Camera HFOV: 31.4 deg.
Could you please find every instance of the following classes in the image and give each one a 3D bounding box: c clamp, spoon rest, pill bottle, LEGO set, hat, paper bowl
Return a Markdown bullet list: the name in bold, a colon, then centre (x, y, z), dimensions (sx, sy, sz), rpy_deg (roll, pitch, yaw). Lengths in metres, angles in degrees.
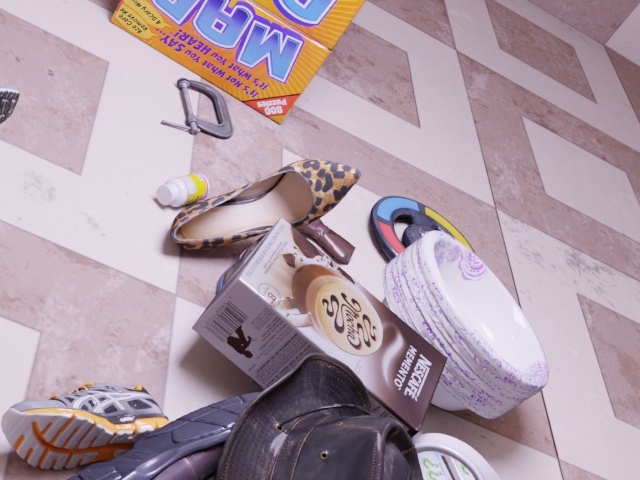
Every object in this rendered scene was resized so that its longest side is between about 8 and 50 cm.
- **c clamp**: centre (-0.207, -0.227, 1.926), dimensions (0.137, 0.022, 0.161), rpy_deg (20, 35, -26)
- **spoon rest**: centre (0.214, 0.349, 1.444), dimensions (0.276, 0.084, 0.137), rpy_deg (45, 25, 6)
- **pill bottle**: centre (-0.206, -0.075, 1.702), dimensions (0.043, 0.043, 0.083), rpy_deg (47, 33, 16)
- **LEGO set**: centre (0.187, 0.365, 1.504), dimensions (0.182, 0.060, 0.244), rpy_deg (8, 42, -34)
- **hat**: centre (0.034, 0.283, 1.236), dimensions (0.331, 0.133, 0.332), rpy_deg (9, 79, -56)
- **paper bowl**: centre (0.196, 0.136, 1.691), dimensions (0.284, 0.148, 0.284), rpy_deg (42, 24, -23)

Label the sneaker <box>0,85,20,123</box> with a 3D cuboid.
- **sneaker**: centre (-0.488, -0.202, 1.569), dimensions (0.162, 0.063, 0.073), rpy_deg (-7, 49, -50)

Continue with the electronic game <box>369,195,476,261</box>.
- **electronic game**: centre (0.185, 0.007, 1.987), dimensions (0.229, 0.048, 0.229), rpy_deg (26, 33, -18)

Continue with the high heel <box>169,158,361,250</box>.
- **high heel**: centre (-0.081, -0.045, 1.615), dimensions (0.186, 0.261, 0.093), rpy_deg (-29, 102, -60)

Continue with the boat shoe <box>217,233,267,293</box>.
- **boat shoe**: centre (-0.096, 0.037, 1.642), dimensions (0.066, 0.066, 0.183), rpy_deg (33, 31, -7)

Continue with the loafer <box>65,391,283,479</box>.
- **loafer**: centre (-0.158, 0.256, 1.212), dimensions (0.302, 0.109, 0.095), rpy_deg (-23, 105, -36)

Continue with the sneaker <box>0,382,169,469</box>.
- **sneaker**: centre (-0.260, 0.197, 1.256), dimensions (0.214, 0.084, 0.083), rpy_deg (16, 34, -48)

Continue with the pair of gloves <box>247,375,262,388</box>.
- **pair of gloves**: centre (0.005, 0.168, 1.596), dimensions (0.204, 0.042, 0.240), rpy_deg (35, 36, -13)

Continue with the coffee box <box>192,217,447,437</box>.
- **coffee box**: centre (0.005, 0.135, 1.485), dimensions (0.297, 0.119, 0.168), rpy_deg (40, 34, -6)

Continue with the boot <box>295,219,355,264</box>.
- **boot**: centre (0.000, 0.000, 1.825), dimensions (0.114, 0.037, 0.106), rpy_deg (46, 34, 5)

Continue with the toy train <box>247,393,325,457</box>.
- **toy train**: centre (-0.107, 0.263, 1.307), dimensions (0.143, 0.105, 0.248), rpy_deg (39, 29, 24)

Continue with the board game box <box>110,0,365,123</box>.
- **board game box**: centre (-0.107, -0.508, 2.078), dimensions (0.356, 0.356, 0.357), rpy_deg (30, 31, -11)
